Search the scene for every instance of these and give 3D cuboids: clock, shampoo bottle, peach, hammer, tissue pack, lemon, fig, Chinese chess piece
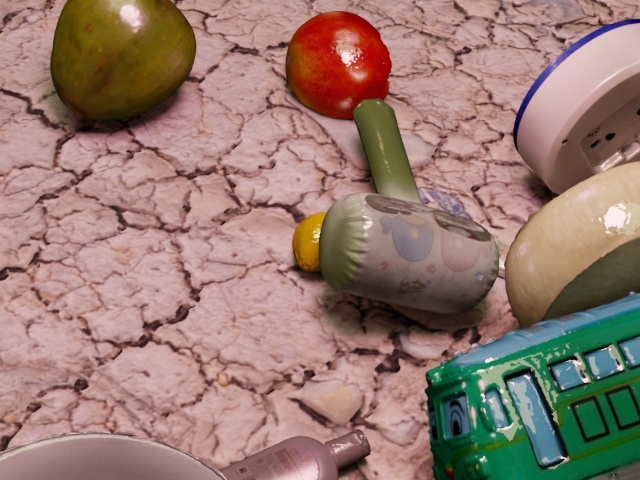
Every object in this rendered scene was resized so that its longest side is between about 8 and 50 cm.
[{"bbox_3d":[0.350,-0.156,1.589,0.230,0.230,0.083,-21,58,-20],"label":"clock"},{"bbox_3d":[-0.026,0.242,1.349,0.165,0.040,0.080,-22,52,-21],"label":"shampoo bottle"},{"bbox_3d":[0.022,-0.231,1.726,0.151,0.151,0.118,-1,5,-4],"label":"peach"},{"bbox_3d":[0.083,-0.057,1.548,0.206,0.119,0.335,15,37,-24],"label":"hammer"},{"bbox_3d":[0.218,0.016,1.567,0.108,0.023,0.056,21,52,16],"label":"tissue pack"},{"bbox_3d":[0.000,0.000,1.548,0.065,0.065,0.092,22,51,16],"label":"lemon"},{"bbox_3d":[-0.261,-0.243,1.673,0.181,0.181,0.191,31,78,22],"label":"fig"},{"bbox_3d":[0.322,0.024,1.416,0.250,0.250,0.101,-15,54,-15],"label":"Chinese chess piece"}]

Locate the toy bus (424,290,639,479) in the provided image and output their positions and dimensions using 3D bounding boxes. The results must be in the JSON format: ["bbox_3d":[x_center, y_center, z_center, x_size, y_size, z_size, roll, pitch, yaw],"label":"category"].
[{"bbox_3d":[0.270,0.169,1.301,0.344,0.183,0.199,-16,82,-17],"label":"toy bus"}]

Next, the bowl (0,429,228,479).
[{"bbox_3d":[-0.207,0.356,1.164,0.346,0.157,0.345,1,48,-2],"label":"bowl"}]
